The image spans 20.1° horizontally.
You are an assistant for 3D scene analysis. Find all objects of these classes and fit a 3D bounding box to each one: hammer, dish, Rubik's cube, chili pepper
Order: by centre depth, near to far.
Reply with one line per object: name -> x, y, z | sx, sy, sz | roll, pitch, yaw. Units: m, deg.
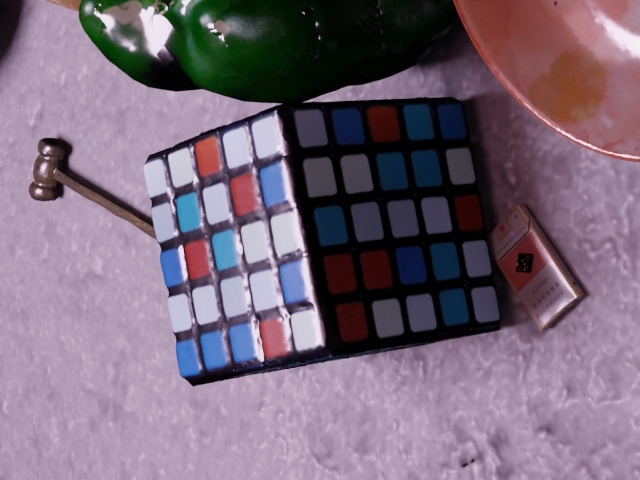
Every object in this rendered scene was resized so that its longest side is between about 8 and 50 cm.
dish -> 0.203, -0.184, 1.173 | 0.260, 0.085, 0.260 | 30, 139, 30
chili pepper -> -0.042, -0.217, 1.327 | 0.248, 0.256, 0.233 | 5, 111, 42
Rubik's cube -> 0.000, 0.000, 1.346 | 0.184, 0.187, 0.182 | -14, 85, 47
hammer -> -0.165, -0.015, 1.626 | 0.292, 0.029, 0.058 | 29, 116, 36

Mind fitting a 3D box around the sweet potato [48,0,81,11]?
sweet potato -> -0.174, -0.342, 1.526 | 0.131, 0.131, 0.337 | 41, 123, 33

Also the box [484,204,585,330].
box -> 0.156, 0.020, 1.324 | 0.046, 0.012, 0.083 | -49, 63, 37
